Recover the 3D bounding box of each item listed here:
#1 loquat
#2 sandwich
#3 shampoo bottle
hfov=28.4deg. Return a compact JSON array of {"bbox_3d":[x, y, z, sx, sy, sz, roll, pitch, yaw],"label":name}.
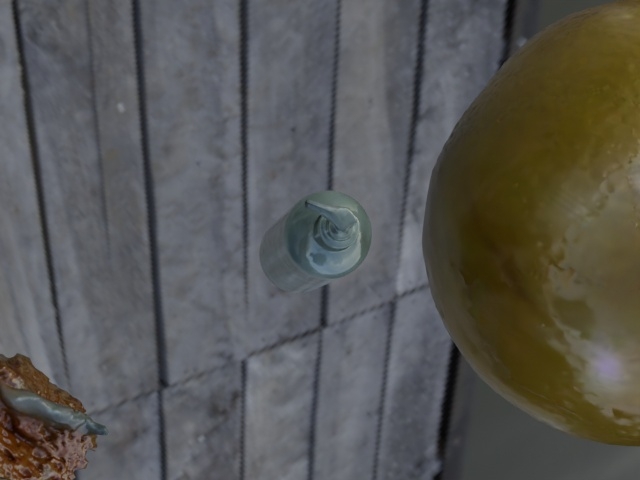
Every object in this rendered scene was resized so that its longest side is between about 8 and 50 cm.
[{"bbox_3d":[0.250,0.002,0.916,0.328,0.359,0.328,-30,134,-36],"label":"loquat"},{"bbox_3d":[-0.249,0.134,0.852,0.160,0.185,0.109,-64,-169,-29],"label":"sandwich"},{"bbox_3d":[0.000,0.000,0.779,0.056,0.056,0.195,-34,-179,-11],"label":"shampoo bottle"}]
